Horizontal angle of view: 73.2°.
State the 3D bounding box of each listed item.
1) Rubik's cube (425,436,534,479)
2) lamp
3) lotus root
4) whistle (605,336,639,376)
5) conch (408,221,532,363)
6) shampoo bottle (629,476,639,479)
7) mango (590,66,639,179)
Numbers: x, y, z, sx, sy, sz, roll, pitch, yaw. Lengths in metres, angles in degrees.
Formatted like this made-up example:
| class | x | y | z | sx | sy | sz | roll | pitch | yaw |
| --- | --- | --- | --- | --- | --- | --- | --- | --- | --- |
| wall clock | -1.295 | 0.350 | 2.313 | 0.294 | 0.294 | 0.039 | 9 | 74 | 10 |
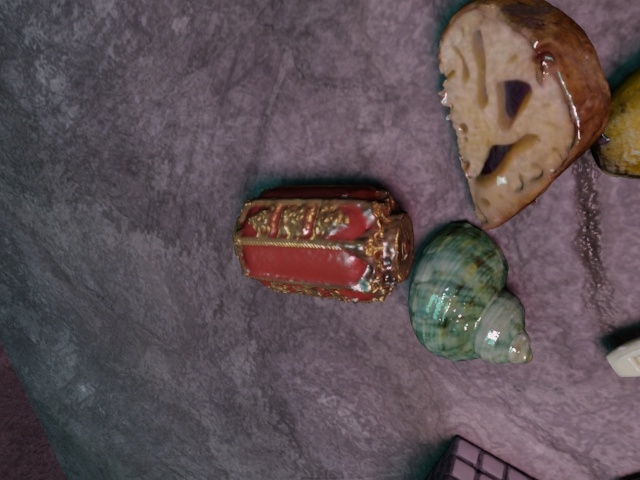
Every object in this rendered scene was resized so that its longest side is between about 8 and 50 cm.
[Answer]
| class | x | y | z | sx | sy | sz | roll | pitch | yaw |
| --- | --- | --- | --- | --- | --- | --- | --- | --- | --- |
| Rubik's cube | 0.257 | 0.520 | 0.689 | 0.237 | 0.238 | 0.237 | 27 | 121 | 15 |
| lamp | 0.000 | 0.000 | 0.646 | 0.274 | 0.177 | 0.177 | 4 | 114 | 30 |
| lotus root | 0.218 | -0.140 | 0.476 | 0.170 | 0.074 | 0.261 | -1 | 111 | 63 |
| whistle | 0.454 | 0.103 | 0.482 | 0.244 | 0.092 | 0.110 | -36 | 96 | 34 |
| conch | 0.204 | 0.087 | 0.598 | 0.188 | 0.122 | 0.176 | 41 | 101 | 2 |
| shampoo bottle | 0.510 | 0.330 | 0.571 | 0.057 | 0.063 | 0.208 | 45 | 126 | 3 |
| mango | 0.428 | -0.115 | 0.366 | 0.329 | 0.175 | 0.176 | 23 | 99 | 41 |
